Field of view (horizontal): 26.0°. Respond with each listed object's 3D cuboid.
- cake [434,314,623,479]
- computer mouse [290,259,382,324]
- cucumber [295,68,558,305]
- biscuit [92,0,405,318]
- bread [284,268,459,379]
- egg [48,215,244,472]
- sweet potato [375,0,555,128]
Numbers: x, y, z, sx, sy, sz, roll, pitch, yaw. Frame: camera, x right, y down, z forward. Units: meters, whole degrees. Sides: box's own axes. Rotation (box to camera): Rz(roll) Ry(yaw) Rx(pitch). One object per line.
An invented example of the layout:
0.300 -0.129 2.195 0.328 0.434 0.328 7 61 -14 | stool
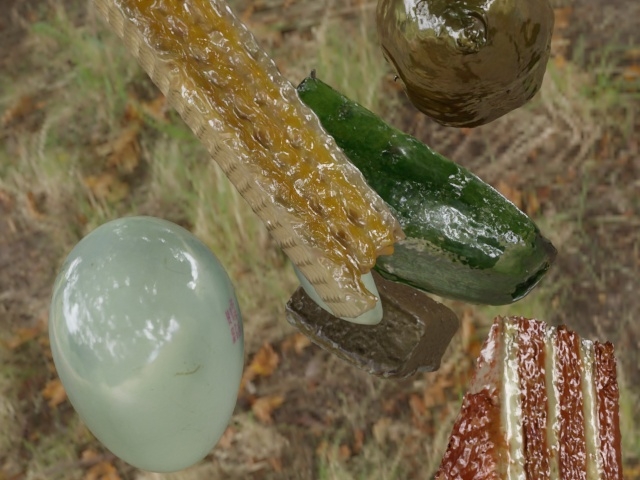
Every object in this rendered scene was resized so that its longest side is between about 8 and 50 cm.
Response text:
0.191 0.205 1.166 0.160 0.158 0.262 21 93 63 | cake
0.000 0.000 1.165 0.056 0.181 0.089 -26 29 -16 | computer mouse
0.089 -0.035 1.429 0.325 0.105 0.145 32 83 3 | cucumber
-0.080 -0.118 0.795 0.054 0.094 0.378 -38 93 -8 | biscuit
0.076 0.104 1.784 0.165 0.416 0.113 28 92 12 | bread
-0.163 0.103 1.326 0.183 0.264 0.183 -6 24 3 | egg
0.118 -0.178 1.129 0.158 0.370 0.157 0 89 10 | sweet potato
